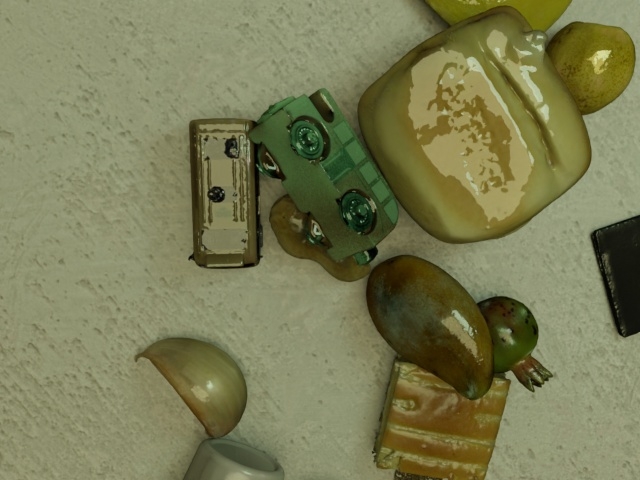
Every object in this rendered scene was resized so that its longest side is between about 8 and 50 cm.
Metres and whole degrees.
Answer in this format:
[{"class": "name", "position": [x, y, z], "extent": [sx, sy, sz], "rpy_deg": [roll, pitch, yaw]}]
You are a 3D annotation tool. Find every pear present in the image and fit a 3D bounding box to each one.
[{"class": "pear", "position": [0.506, -0.327, 1.171], "extent": [0.178, 0.178, 0.177], "rpy_deg": [-1, 97, -4]}]

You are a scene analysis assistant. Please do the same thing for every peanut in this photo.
[{"class": "peanut", "position": [0.000, 0.000, 1.208], "extent": [0.236, 0.110, 0.120], "rpy_deg": [40, 82, -16]}]

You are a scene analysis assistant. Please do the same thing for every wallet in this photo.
[{"class": "wallet", "position": [0.662, 0.075, 1.302], "extent": [0.124, 0.025, 0.244], "rpy_deg": [-18, 97, -2]}]

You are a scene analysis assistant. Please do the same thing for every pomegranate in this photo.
[{"class": "pomegranate", "position": [0.368, 0.205, 1.218], "extent": [0.159, 0.159, 0.205], "rpy_deg": [-39, 65, 1]}]

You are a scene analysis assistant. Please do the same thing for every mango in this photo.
[{"class": "mango", "position": [0.211, 0.161, 1.174], "extent": [0.316, 0.146, 0.192], "rpy_deg": [51, 130, 25]}]

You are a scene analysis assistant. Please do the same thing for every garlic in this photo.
[{"class": "garlic", "position": [-0.247, 0.285, 1.224], "extent": [0.245, 0.145, 0.164], "rpy_deg": [47, 123, -6]}]

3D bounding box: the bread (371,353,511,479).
[{"class": "bread", "position": [0.241, 0.364, 1.266], "extent": [0.246, 0.111, 0.239], "rpy_deg": [12, 95, -5]}]

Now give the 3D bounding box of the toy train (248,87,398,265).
[{"class": "toy train", "position": [0.015, -0.110, 1.097], "extent": [0.159, 0.129, 0.326], "rpy_deg": [-42, 102, -38]}]

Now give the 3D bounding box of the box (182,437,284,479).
[{"class": "box", "position": [-0.168, 0.525, 1.217], "extent": [0.291, 0.263, 0.206], "rpy_deg": [26, 83, -45]}]

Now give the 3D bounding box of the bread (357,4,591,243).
[{"class": "bread", "position": [0.276, -0.187, 1.125], "extent": [0.348, 0.253, 0.376], "rpy_deg": [-33, 96, 8]}]

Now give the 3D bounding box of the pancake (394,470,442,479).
[{"class": "pancake", "position": [0.214, 0.517, 1.334], "extent": [0.115, 0.011, 0.114], "rpy_deg": [-1, 97, -4]}]

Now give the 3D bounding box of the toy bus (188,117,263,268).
[{"class": "toy bus", "position": [-0.177, -0.084, 1.154], "extent": [0.140, 0.157, 0.289], "rpy_deg": [0, 97, -4]}]

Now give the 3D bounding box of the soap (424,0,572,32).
[{"class": "soap", "position": [0.298, -0.563, 1.149], "extent": [0.427, 0.115, 0.306], "rpy_deg": [40, 90, -8]}]
